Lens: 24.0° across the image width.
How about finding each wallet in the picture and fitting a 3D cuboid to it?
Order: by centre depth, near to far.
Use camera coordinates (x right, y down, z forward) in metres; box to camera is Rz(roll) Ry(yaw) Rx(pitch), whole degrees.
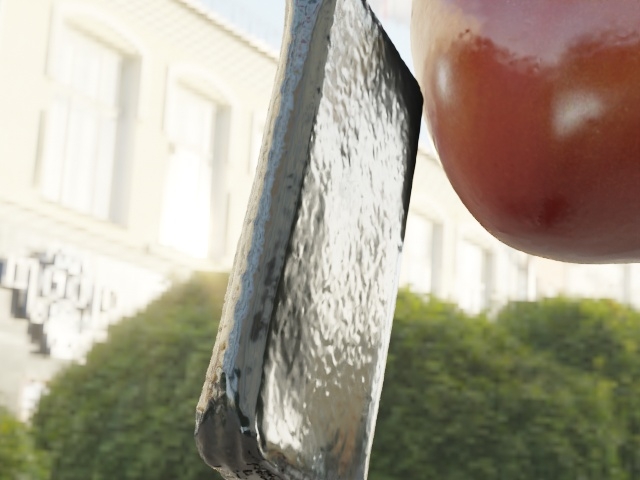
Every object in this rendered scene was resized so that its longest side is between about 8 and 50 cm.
[{"bbox_3d":[0.000,0.000,0.683,0.044,0.250,0.149,1,-22,21],"label":"wallet"}]

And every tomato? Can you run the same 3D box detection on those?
[{"bbox_3d":[0.202,-0.103,1.053,0.298,0.226,0.299,4,24,-2],"label":"tomato"}]
